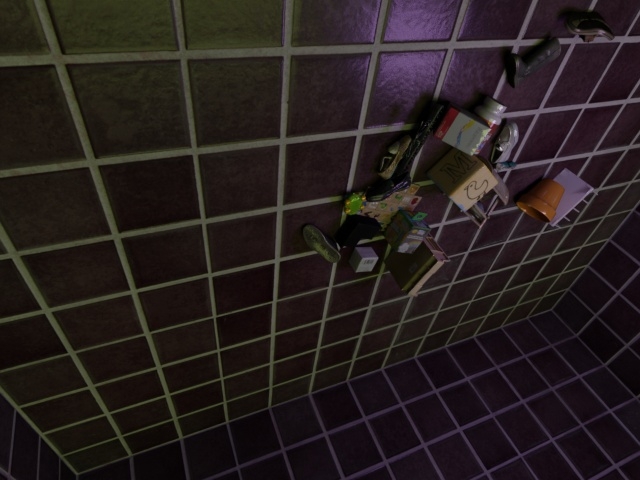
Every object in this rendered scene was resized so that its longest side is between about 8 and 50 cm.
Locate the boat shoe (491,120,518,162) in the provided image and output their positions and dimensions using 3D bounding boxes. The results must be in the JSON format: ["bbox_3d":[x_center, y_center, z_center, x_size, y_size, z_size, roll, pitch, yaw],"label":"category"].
[{"bbox_3d":[0.839,-0.438,1.886,0.076,0.083,0.226,-24,141,-8],"label":"boat shoe"}]

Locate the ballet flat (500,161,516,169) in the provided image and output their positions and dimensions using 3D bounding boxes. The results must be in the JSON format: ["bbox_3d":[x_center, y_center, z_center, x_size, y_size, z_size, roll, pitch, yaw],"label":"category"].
[{"bbox_3d":[0.925,-0.370,2.046,0.115,0.041,0.041,-3,133,-27],"label":"ballet flat"}]

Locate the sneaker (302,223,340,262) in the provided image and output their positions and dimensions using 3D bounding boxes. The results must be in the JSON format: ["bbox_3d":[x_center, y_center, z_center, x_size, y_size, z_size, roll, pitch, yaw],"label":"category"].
[{"bbox_3d":[0.000,0.000,1.858,0.083,0.118,0.222,-37,110,14],"label":"sneaker"}]

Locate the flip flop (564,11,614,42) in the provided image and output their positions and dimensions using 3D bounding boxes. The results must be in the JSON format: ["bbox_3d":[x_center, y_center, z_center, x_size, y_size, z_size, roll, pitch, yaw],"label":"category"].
[{"bbox_3d":[1.035,-0.818,1.603,0.277,0.112,0.080,-11,163,-25],"label":"flip flop"}]

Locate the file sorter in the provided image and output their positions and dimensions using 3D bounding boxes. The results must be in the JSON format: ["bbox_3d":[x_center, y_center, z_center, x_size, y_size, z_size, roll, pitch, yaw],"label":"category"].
[{"bbox_3d":[1.387,-0.230,2.352,0.173,0.192,0.277,13,125,-43],"label":"file sorter"}]

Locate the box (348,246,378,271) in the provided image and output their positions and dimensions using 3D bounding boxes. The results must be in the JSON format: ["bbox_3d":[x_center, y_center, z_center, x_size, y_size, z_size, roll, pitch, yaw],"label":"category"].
[{"bbox_3d":[0.214,0.095,2.067,0.101,0.087,0.101,-2,134,-29],"label":"box"}]

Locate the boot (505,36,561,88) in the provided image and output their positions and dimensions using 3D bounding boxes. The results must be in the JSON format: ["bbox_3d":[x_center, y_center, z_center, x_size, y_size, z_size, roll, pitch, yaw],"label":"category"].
[{"bbox_3d":[0.831,-0.713,1.601,0.209,0.076,0.190,-32,155,13],"label":"boot"}]

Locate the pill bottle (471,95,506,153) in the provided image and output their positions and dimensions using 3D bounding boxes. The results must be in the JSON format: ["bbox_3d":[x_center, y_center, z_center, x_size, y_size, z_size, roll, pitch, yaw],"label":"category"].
[{"bbox_3d":[0.666,-0.479,1.711,0.121,0.121,0.216,3,130,-33],"label":"pill bottle"}]

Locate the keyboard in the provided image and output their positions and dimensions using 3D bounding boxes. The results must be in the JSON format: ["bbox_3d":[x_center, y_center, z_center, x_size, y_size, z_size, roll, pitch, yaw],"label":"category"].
[{"bbox_3d":[0.394,-0.396,1.634,0.202,0.033,0.317,-31,153,-54],"label":"keyboard"}]

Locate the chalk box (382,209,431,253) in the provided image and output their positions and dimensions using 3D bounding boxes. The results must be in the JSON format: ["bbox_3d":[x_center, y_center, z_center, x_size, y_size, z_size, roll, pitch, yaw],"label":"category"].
[{"bbox_3d":[0.427,-0.059,1.985,0.133,0.132,0.213,8,127,-35],"label":"chalk box"}]

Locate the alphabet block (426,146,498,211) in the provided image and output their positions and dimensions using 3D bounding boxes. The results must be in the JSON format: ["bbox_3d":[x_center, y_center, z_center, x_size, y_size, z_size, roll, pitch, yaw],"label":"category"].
[{"bbox_3d":[0.631,-0.281,1.843,0.197,0.193,0.192,-45,140,18],"label":"alphabet block"}]

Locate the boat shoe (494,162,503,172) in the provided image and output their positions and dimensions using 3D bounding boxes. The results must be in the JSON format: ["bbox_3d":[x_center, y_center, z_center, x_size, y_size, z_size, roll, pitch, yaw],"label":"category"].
[{"bbox_3d":[0.859,-0.355,1.992,0.035,0.035,0.100,-63,163,9],"label":"boat shoe"}]

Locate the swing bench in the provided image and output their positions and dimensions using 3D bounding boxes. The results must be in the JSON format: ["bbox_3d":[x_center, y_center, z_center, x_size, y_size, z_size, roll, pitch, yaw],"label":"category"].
[{"bbox_3d":[0.780,-0.229,2.007,0.254,0.165,0.253,-45,137,17],"label":"swing bench"}]

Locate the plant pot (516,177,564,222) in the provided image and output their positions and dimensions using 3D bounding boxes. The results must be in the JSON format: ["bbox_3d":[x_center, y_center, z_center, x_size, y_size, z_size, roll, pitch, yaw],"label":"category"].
[{"bbox_3d":[1.226,-0.231,2.264,0.205,0.205,0.187,30,98,-46],"label":"plant pot"}]

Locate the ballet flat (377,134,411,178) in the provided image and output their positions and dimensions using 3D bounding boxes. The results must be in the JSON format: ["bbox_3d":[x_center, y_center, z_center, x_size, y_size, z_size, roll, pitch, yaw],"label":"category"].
[{"bbox_3d":[0.294,-0.342,1.676,0.067,0.073,0.206,13,122,-22],"label":"ballet flat"}]

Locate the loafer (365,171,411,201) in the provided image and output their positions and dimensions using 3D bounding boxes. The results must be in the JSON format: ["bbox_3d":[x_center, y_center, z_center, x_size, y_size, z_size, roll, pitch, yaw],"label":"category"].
[{"bbox_3d":[0.288,-0.233,1.767,0.223,0.076,0.078,-25,135,-13],"label":"loafer"}]

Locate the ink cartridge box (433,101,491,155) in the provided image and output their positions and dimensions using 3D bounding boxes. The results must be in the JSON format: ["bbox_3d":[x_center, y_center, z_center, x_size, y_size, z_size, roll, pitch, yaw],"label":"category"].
[{"bbox_3d":[0.552,-0.439,1.618,0.176,0.128,0.127,28,121,-1],"label":"ink cartridge box"}]

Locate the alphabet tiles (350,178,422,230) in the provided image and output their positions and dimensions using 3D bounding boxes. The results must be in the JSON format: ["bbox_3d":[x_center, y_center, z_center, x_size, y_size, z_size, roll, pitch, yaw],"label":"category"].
[{"bbox_3d":[0.310,-0.159,1.919,0.343,0.011,0.285,5,129,-35],"label":"alphabet tiles"}]

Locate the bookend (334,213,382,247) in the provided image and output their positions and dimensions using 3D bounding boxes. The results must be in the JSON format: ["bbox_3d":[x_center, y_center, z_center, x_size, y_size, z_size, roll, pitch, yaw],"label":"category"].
[{"bbox_3d":[0.176,-0.034,1.906,0.157,0.072,0.156,8,129,-37],"label":"bookend"}]

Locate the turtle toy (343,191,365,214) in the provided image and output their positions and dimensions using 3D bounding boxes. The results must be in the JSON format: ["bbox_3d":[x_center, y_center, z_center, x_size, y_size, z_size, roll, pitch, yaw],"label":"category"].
[{"bbox_3d":[0.137,-0.157,1.774,0.095,0.066,0.130,-16,139,-16],"label":"turtle toy"}]

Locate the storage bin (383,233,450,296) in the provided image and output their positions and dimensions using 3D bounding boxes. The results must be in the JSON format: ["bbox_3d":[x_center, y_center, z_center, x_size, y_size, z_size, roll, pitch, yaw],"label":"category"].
[{"bbox_3d":[0.491,0.109,2.118,0.123,0.260,0.262,15,123,-36],"label":"storage bin"}]
